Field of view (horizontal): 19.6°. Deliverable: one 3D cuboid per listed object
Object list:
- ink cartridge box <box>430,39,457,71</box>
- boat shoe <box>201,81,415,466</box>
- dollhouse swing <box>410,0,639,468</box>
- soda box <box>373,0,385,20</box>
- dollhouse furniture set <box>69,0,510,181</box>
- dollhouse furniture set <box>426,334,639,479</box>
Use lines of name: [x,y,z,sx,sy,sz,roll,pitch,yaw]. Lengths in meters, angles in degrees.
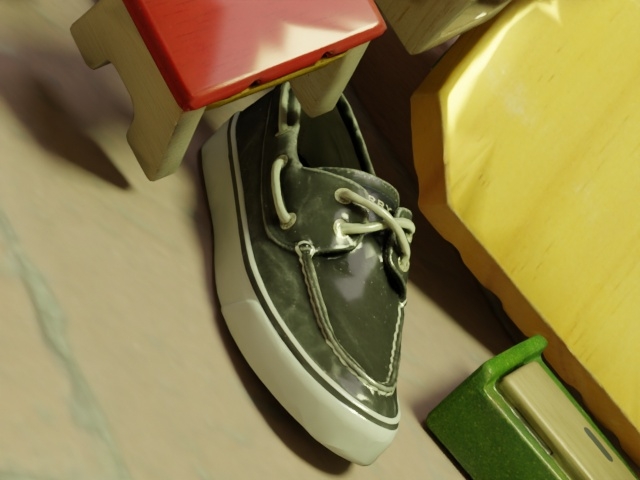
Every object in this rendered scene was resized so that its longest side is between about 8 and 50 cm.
ink cartridge box: [0.144,-0.103,1.287,0.209,0.062,0.109,51,21,11]
boat shoe: [0.000,0.000,0.790,0.078,0.070,0.219,32,24,-35]
dollhouse swing: [0.168,-0.073,1.112,0.347,0.305,0.315,48,-10,-23]
soda box: [-0.061,-0.226,1.068,0.286,0.091,0.098,31,25,-37]
dollhouse furniture set: [0.053,-0.201,0.808,0.374,0.152,0.201,-25,81,-30]
dollhouse furniture set: [0.139,0.080,0.732,0.151,0.197,0.301,52,20,10]
